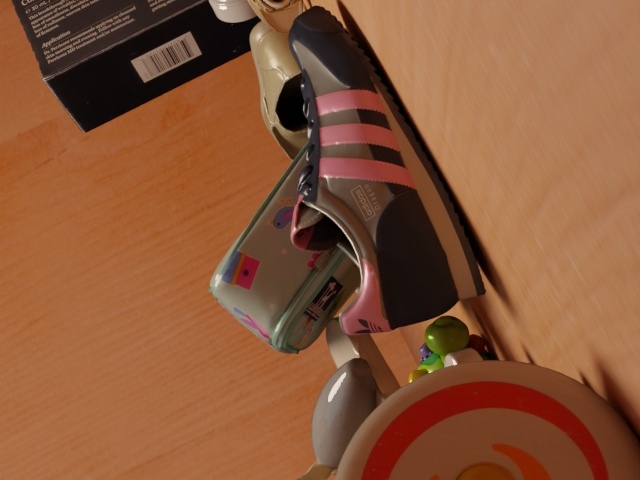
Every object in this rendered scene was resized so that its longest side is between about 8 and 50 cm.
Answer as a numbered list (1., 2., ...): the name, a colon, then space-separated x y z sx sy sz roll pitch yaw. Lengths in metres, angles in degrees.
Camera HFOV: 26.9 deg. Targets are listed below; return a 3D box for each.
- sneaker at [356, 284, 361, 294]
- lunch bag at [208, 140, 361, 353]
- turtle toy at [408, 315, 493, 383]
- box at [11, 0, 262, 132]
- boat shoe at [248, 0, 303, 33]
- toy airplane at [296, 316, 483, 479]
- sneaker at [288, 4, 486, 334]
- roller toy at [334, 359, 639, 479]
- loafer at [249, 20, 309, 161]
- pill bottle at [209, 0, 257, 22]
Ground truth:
1. sneaker: 0.037 -0.035 1.683 0.115 0.105 0.281 -107 -3 -49
2. lunch bag: 0.000 0.000 1.319 0.108 0.224 0.279 38 176 6
3. turtle toy: 0.136 0.124 1.357 0.130 0.095 0.066 66 -161 -58
4. box: -0.273 -0.386 1.946 0.312 0.343 0.179 64 180 23
5. boat shoe: -0.051 -0.267 1.403 0.170 0.063 0.059 66 -177 -57
6. toy airplane: 0.105 0.274 1.170 0.384 0.272 0.386 64 179 -12
7. sneaker: 0.016 -0.064 1.134 0.319 0.131 0.112 63 180 32
8. roller toy: 0.108 0.177 0.802 0.209 0.191 0.146 63 178 37
9. loafer: -0.023 -0.160 1.617 0.268 0.102 0.092 66 -177 -56
10. pill bottle: -0.119 -0.350 1.536 0.193 0.108 0.108 65 179 -41
